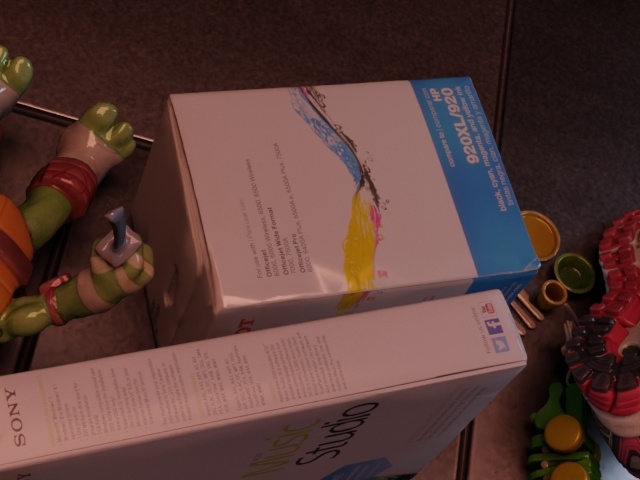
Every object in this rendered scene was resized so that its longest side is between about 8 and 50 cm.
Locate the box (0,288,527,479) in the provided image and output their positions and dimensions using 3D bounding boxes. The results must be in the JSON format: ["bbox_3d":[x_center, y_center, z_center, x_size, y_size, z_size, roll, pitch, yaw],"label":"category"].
[{"bbox_3d":[-0.059,0.127,0.808,0.322,0.232,0.058,-8,64,-20],"label":"box"}]

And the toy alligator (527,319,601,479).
[{"bbox_3d":[0.180,0.150,0.980,0.051,0.056,0.190,-16,55,22],"label":"toy alligator"}]

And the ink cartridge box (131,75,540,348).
[{"bbox_3d":[0.000,0.000,0.931,0.232,0.171,0.168,-6,64,-21],"label":"ink cartridge box"}]

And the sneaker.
[{"bbox_3d":[0.276,0.062,1.029,0.299,0.120,0.112,-50,126,-43],"label":"sneaker"}]

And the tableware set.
[{"bbox_3d":[0.154,-0.003,1.068,0.104,0.024,0.154,-33,75,-30],"label":"tableware set"}]

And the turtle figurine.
[{"bbox_3d":[-0.200,-0.043,0.842,0.197,0.275,0.266,2,37,3],"label":"turtle figurine"}]
